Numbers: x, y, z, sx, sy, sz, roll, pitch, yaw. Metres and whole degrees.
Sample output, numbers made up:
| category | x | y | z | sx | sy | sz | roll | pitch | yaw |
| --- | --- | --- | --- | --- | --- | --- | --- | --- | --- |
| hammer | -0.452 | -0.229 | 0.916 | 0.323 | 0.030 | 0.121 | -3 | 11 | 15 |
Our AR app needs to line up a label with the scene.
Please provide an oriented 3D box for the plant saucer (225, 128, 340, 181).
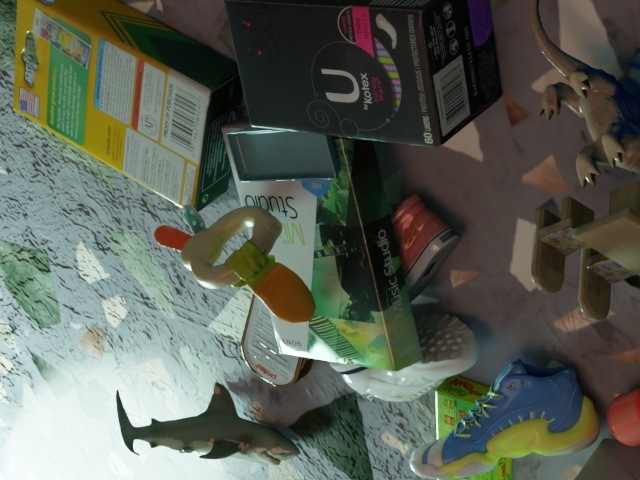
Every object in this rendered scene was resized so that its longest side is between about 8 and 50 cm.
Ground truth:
| category | x | y | z | sx | sy | sz | roll | pitch | yaw |
| --- | --- | --- | --- | --- | --- | --- | --- | --- | --- |
| plant saucer | -0.045 | -0.106 | 1.871 | 0.192 | 0.018 | 0.067 | 0 | 110 | 50 |

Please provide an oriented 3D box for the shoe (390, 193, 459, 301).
| category | x | y | z | sx | sy | sz | roll | pitch | yaw |
| --- | --- | --- | --- | --- | --- | --- | --- | --- | --- |
| shoe | 0.103 | 0.019 | 1.922 | 0.081 | 0.063 | 0.178 | 50 | 140 | 16 |

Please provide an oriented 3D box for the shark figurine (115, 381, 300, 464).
| category | x | y | z | sx | sy | sz | roll | pitch | yaw |
| --- | --- | --- | --- | --- | --- | --- | --- | --- | --- |
| shark figurine | -0.180 | 0.264 | 2.266 | 0.166 | 0.278 | 0.116 | 172 | 107 | -72 |

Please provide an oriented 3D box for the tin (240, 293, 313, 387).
| category | x | y | z | sx | sy | sz | roll | pitch | yaw |
| --- | --- | --- | --- | --- | --- | --- | --- | --- | --- |
| tin | -0.055 | 0.126 | 2.139 | 0.106 | 0.040 | 0.189 | 35 | 135 | 21 |

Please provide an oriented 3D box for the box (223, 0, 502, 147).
| category | x | y | z | sx | sy | sz | roll | pitch | yaw |
| --- | --- | --- | --- | --- | --- | --- | --- | --- | --- |
| box | 0.047 | -0.216 | 1.745 | 0.270 | 0.143 | 0.165 | 9 | 122 | 36 |

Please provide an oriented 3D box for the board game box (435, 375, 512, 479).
| category | x | y | z | sx | sy | sz | roll | pitch | yaw |
| --- | --- | --- | --- | --- | --- | --- | --- | --- | --- |
| board game box | 0.202 | 0.271 | 2.020 | 0.092 | 0.043 | 0.181 | 17 | 127 | 30 |

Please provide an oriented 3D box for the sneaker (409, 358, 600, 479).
| category | x | y | z | sx | sy | sz | roll | pitch | yaw |
| --- | --- | --- | --- | --- | --- | --- | --- | --- | --- |
| sneaker | 0.218 | 0.214 | 1.901 | 0.240 | 0.091 | 0.126 | -14 | 94 | 5 |

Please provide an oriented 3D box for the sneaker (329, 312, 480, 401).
| category | x | y | z | sx | sy | sz | roll | pitch | yaw |
| --- | --- | --- | --- | --- | --- | --- | --- | --- | --- |
| sneaker | 0.123 | 0.159 | 1.993 | 0.235 | 0.090 | 0.095 | -9 | 123 | 47 |

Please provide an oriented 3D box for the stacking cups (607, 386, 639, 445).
| category | x | y | z | sx | sy | sz | roll | pitch | yaw |
| --- | --- | --- | --- | --- | --- | --- | --- | --- | --- |
| stacking cups | 0.447 | 0.167 | 1.711 | 0.096 | 0.096 | 0.316 | 54 | 136 | -4 |

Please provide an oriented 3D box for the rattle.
| category | x | y | z | sx | sy | sz | roll | pitch | yaw |
| --- | --- | --- | --- | --- | --- | --- | --- | --- | --- |
| rattle | -0.108 | 0.029 | 1.982 | 0.143 | 0.130 | 0.200 | 29 | 159 | -37 |

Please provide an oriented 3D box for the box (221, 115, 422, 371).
| category | x | y | z | sx | sy | sz | roll | pitch | yaw |
| --- | --- | --- | --- | --- | --- | --- | --- | --- | --- |
| box | 0.000 | 0.000 | 1.936 | 0.232 | 0.058 | 0.322 | 3 | 114 | 50 |

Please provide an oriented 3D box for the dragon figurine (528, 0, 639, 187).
| category | x | y | z | sx | sy | sz | roll | pitch | yaw |
| --- | --- | --- | --- | --- | --- | --- | --- | --- | --- |
| dragon figurine | 0.315 | -0.142 | 1.619 | 0.289 | 0.144 | 0.085 | 61 | 141 | 16 |

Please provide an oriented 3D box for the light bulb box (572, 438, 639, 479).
| category | x | y | z | sx | sy | sz | roll | pitch | yaw |
| --- | --- | --- | --- | --- | --- | --- | --- | --- | --- |
| light bulb box | 0.473 | 0.457 | 1.793 | 0.358 | 0.225 | 0.361 | 4 | 121 | 37 |

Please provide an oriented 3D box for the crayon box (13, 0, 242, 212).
| category | x | y | z | sx | sy | sz | roll | pitch | yaw |
| --- | --- | --- | --- | --- | --- | --- | --- | --- | --- |
| crayon box | -0.260 | -0.200 | 2.050 | 0.323 | 0.083 | 0.203 | 29 | 133 | 20 |

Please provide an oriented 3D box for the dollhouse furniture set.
| category | x | y | z | sx | sy | sz | roll | pitch | yaw |
| --- | --- | --- | --- | --- | --- | --- | --- | --- | --- |
| dollhouse furniture set | 0.364 | 0.050 | 1.573 | 0.242 | 0.161 | 0.212 | 28 | 146 | -30 |
